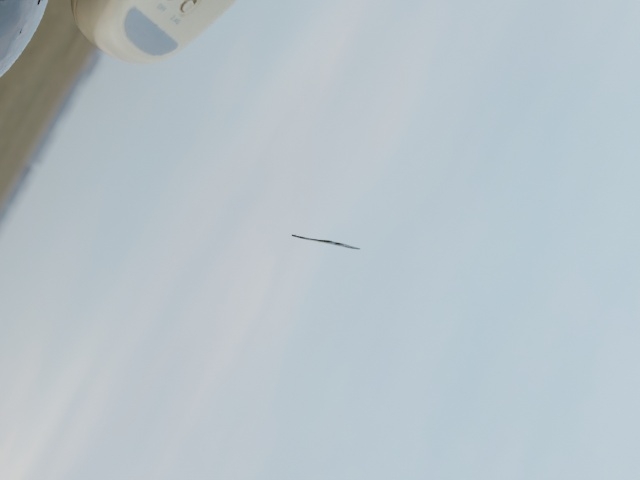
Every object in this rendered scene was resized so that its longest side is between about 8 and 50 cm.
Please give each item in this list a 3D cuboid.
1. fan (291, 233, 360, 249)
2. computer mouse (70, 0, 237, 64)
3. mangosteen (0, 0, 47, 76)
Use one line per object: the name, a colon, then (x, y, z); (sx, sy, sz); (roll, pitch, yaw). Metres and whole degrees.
fan: (0.000, 0.000, 2.016); (0.083, 0.056, 0.004); (11, -90, 42)
computer mouse: (-0.099, -0.242, 1.524); (0.236, 0.082, 0.145); (-47, 150, 6)
mangosteen: (-0.370, -0.257, 1.671); (0.307, 0.307, 0.347); (-57, -179, 27)
